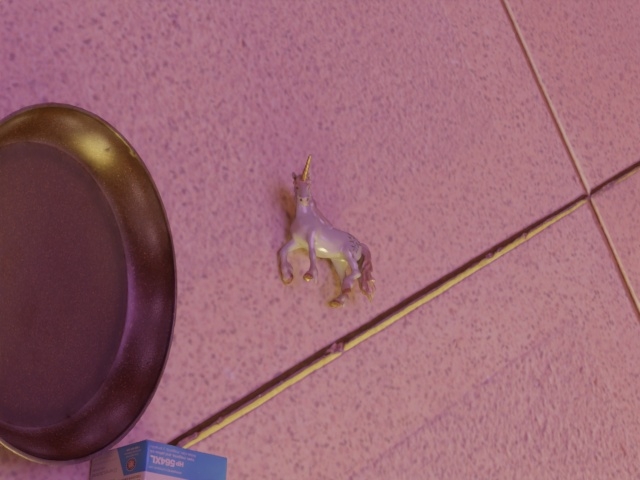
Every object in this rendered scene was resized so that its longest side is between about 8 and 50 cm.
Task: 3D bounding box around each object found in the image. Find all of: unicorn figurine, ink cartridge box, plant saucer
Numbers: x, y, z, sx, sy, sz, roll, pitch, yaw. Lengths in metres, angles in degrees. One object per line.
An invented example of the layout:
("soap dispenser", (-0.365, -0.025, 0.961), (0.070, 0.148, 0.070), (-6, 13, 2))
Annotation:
("unicorn figurine", (0.000, 0.000, 1.537), (0.162, 0.060, 0.111), (41, 49, -46))
("ink cartridge box", (-0.148, 0.260, 1.272), (0.090, 0.092, 0.143), (21, 61, -36))
("plant saucer", (-0.234, 0.038, 1.250), (0.310, 0.050, 0.310), (11, 77, -59))
